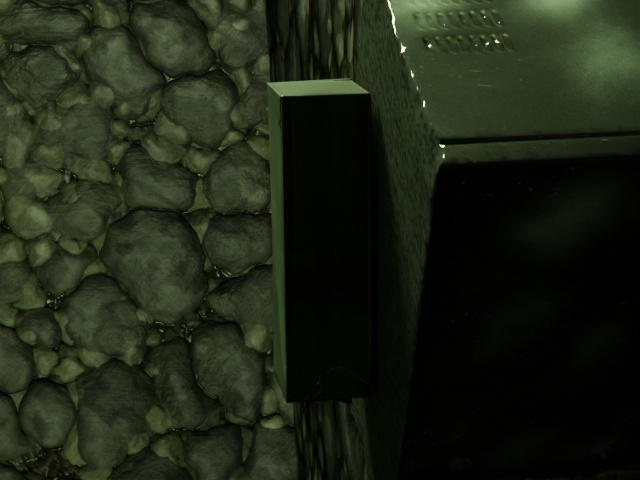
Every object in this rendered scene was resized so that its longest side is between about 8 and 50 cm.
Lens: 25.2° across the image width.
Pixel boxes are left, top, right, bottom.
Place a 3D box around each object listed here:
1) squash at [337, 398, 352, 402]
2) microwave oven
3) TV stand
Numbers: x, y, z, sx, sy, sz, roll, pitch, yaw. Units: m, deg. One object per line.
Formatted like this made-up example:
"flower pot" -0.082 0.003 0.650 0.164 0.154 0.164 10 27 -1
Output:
"squash" 0.050 0.166 2.294 0.193 0.156 0.193 48 153 35
"microwave oven" 0.160 0.003 1.244 0.374 0.236 0.432 -102 13 -50
"TV stand" 0.000 0.000 1.244 0.088 0.083 0.269 -126 35 -72
